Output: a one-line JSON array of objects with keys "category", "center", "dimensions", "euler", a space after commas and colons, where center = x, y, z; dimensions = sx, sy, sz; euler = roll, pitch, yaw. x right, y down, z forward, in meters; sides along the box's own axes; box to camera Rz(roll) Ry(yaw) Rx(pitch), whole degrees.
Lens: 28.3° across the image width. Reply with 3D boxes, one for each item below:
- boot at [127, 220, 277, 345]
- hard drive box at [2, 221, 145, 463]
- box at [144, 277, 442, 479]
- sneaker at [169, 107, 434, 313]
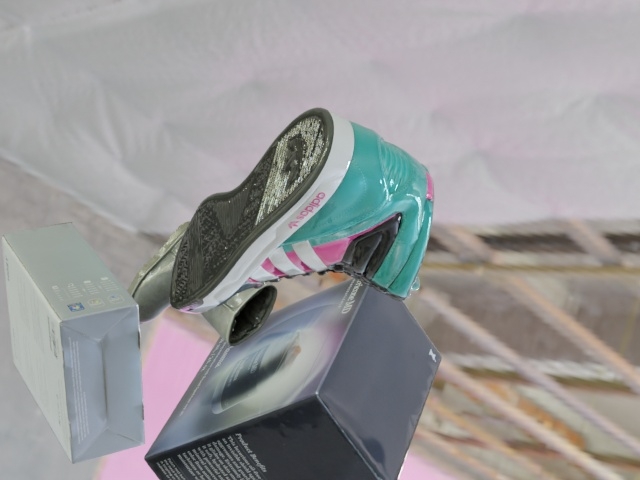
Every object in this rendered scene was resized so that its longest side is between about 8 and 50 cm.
[{"category": "boot", "center": [-0.171, 0.088, 1.792], "dimensions": [0.208, 0.190, 0.076], "euler": [41, 12, 36]}, {"category": "hard drive box", "center": [-0.281, 0.108, 1.431], "dimensions": [0.089, 0.181, 0.232], "euler": [-12, 29, -26]}, {"category": "box", "center": [-0.029, 0.219, 1.700], "dimensions": [0.294, 0.296, 0.183], "euler": [-24, -70, 30]}, {"category": "sneaker", "center": [0.000, 0.000, 1.114], "dimensions": [0.178, 0.124, 0.295], "euler": [20, -34, -26]}]
